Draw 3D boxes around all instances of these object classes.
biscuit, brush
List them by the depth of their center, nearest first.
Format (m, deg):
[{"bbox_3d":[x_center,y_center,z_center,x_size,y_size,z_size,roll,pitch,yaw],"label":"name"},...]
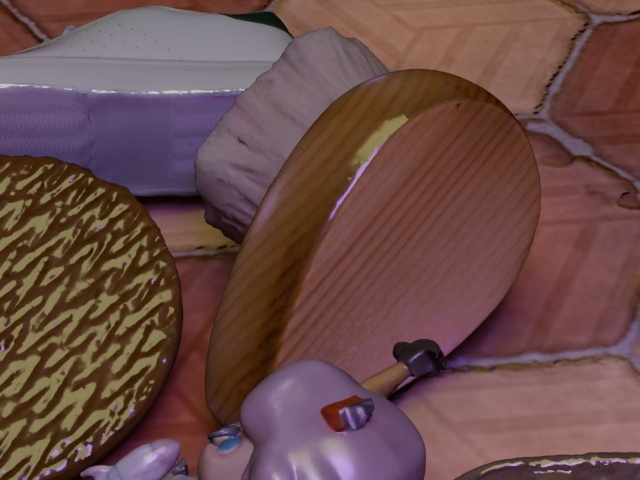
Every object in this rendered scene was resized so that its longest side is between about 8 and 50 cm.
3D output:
[{"bbox_3d":[-0.213,0.053,0.988,0.262,0.037,0.262,0,54,1],"label":"biscuit"},{"bbox_3d":[0.000,0.000,0.995,0.266,0.174,0.166,-48,40,-17],"label":"brush"}]

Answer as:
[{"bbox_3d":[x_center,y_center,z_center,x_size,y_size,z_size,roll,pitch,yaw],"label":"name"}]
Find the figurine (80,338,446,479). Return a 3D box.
[{"bbox_3d":[-0.030,0.132,0.845,0.229,0.137,0.112,-22,80,8],"label":"figurine"}]

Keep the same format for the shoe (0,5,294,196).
[{"bbox_3d":[-0.175,-0.104,1.135,0.363,0.132,0.160,-5,40,-9],"label":"shoe"}]

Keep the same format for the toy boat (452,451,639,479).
[{"bbox_3d":[0.131,0.176,0.847,0.188,0.061,0.116,-2,42,-1],"label":"toy boat"}]
